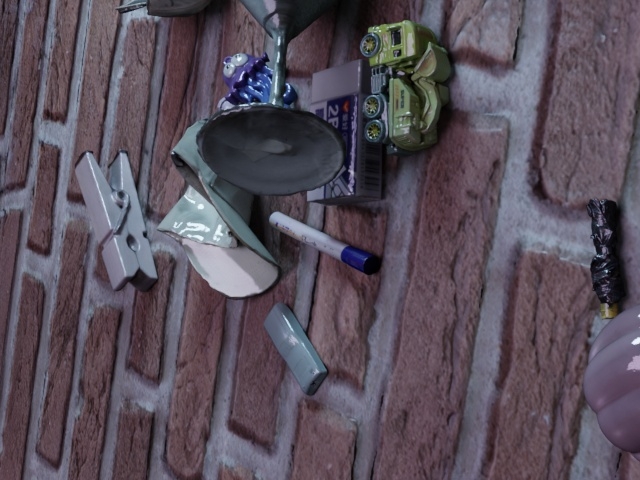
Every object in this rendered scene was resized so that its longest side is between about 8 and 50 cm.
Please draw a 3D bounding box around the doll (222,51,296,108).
[{"bbox_3d":[-0.107,-0.269,1.688,0.110,0.067,0.206,-48,58,-2],"label":"doll"}]

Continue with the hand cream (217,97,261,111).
[{"bbox_3d":[-0.128,-0.219,1.737,0.142,0.053,0.084,29,110,32],"label":"hand cream"}]

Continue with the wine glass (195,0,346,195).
[{"bbox_3d":[-0.055,-0.286,1.400,0.267,0.267,0.406,-34,45,44],"label":"wine glass"}]

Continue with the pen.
[{"bbox_3d":[0.000,0.000,1.561,0.269,0.033,0.033,26,106,49],"label":"pen"}]

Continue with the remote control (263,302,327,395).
[{"bbox_3d":[-0.046,0.178,1.599,0.162,0.029,0.061,55,128,37],"label":"remote control"}]

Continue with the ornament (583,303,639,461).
[{"bbox_3d":[0.360,0.151,1.001,0.177,0.177,0.178,-7,80,50],"label":"ornament"}]

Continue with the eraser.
[{"bbox_3d":[0.039,-0.164,1.503,0.124,0.068,0.210,-5,81,53],"label":"eraser"}]

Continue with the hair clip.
[{"bbox_3d":[-0.427,-0.047,2.037,0.085,0.101,0.331,-43,56,34],"label":"hair clip"}]

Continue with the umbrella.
[{"bbox_3d":[0.337,0.021,1.144,0.037,0.040,0.144,-9,80,41],"label":"umbrella"}]

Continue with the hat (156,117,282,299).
[{"bbox_3d":[-0.154,-0.053,1.689,0.301,0.168,0.258,49,151,14],"label":"hat"}]

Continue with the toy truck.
[{"bbox_3d":[0.129,-0.221,1.388,0.116,0.085,0.191,-8,81,40],"label":"toy truck"}]

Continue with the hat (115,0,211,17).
[{"bbox_3d":[-0.286,-0.520,1.870,0.275,0.161,0.232,19,86,60],"label":"hat"}]
